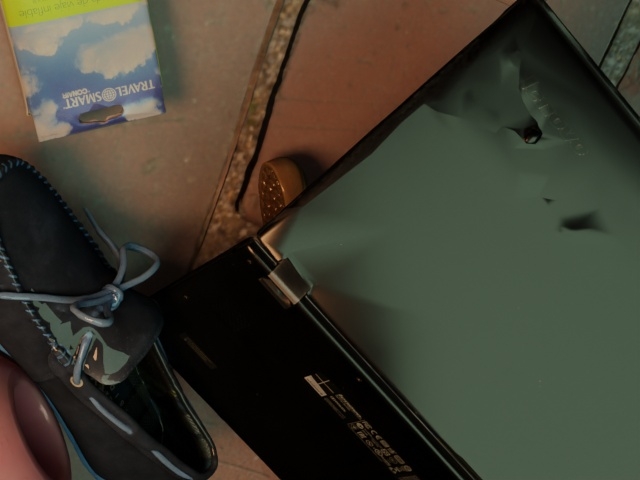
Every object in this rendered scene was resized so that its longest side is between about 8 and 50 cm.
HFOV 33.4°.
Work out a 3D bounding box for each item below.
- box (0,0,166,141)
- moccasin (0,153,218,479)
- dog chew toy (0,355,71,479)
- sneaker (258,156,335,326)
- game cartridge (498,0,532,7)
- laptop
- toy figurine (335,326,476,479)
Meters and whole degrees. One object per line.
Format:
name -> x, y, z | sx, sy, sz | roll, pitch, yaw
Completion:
box -> -0.184, -0.172, 0.806 | 0.109, 0.042, 0.178 | -15, 123, -14
moccasin -> -0.172, 0.068, 0.862 | 0.117, 0.137, 0.342 | -1, 134, 28
dog chew toy -> -0.376, 0.218, 0.860 | 0.332, 0.206, 0.206 | -23, 125, 0
sneaker -> 0.000, 0.000, 0.977 | 0.086, 0.064, 0.192 | -21, 125, -20
game cartridge -> 0.106, -0.323, 0.751 | 0.062, 0.198, 0.297 | -26, 126, -21
laptop -> 0.109, 0.085, 0.891 | 0.382, 0.408, 0.236 | 48, 57, -9
toy figurine -> 0.110, 0.240, 1.032 | 0.191, 0.217, 0.362 | -19, 134, -40
